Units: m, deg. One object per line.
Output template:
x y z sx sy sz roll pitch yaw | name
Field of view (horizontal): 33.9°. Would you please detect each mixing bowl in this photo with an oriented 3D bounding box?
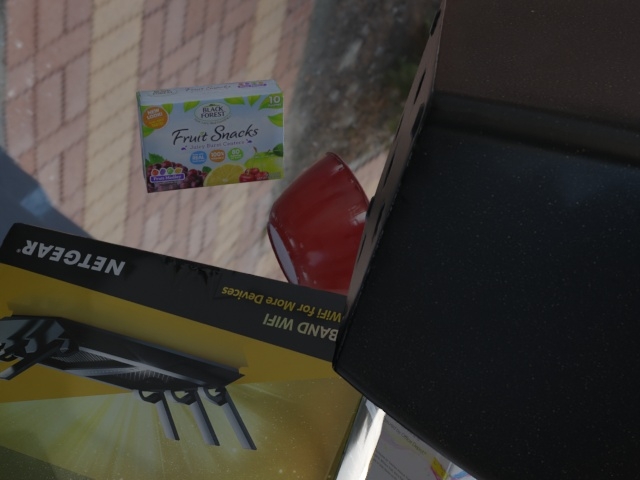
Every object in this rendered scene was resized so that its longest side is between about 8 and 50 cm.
0.000 0.000 1.201 0.098 0.181 0.181 -23 156 -11 | mixing bowl

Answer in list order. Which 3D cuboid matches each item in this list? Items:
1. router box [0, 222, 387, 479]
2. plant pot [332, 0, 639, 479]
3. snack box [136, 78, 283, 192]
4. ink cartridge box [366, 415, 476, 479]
-0.124 0.132 0.721 0.081 0.309 0.242 72 34 -56 | router box
0.105 -0.003 0.429 0.188 0.167 0.187 -75 -178 -57 | plant pot
-0.109 -0.105 1.056 0.141 0.037 0.100 -8 123 -13 | snack box
0.149 0.271 1.548 0.131 0.226 0.306 -1 120 -44 | ink cartridge box
